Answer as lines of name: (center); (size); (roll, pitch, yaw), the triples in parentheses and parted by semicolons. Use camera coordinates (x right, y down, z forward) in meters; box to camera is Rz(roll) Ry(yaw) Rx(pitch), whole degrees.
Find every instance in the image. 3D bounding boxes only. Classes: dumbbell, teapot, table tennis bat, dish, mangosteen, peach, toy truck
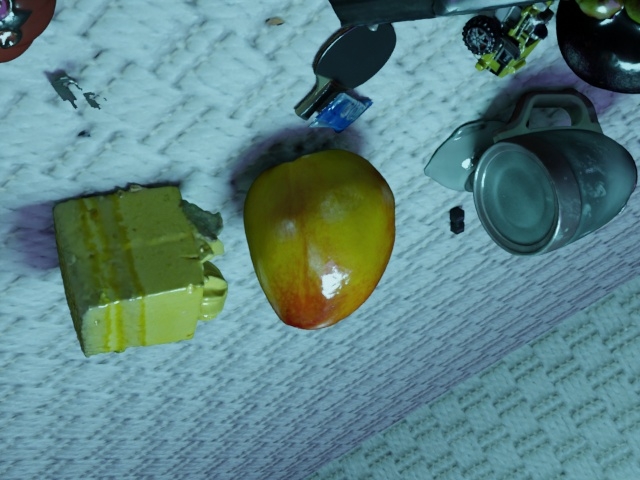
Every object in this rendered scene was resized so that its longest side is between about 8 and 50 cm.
dumbbell: (0.332, -0.047, 1.867); (0.040, 0.036, 0.083); (-24, 152, -2)
teapot: (0.481, -0.153, 1.540); (0.312, 0.314, 0.233); (-17, 176, -29)
table tennis bat: (0.035, -0.279, 1.265); (0.130, 0.019, 0.220); (12, 133, -47)
dish: (0.348, -0.168, 1.634); (0.246, 0.078, 0.224); (-24, 150, -2)
mangosteen: (0.515, -0.377, 1.222); (0.275, 0.275, 0.302); (-29, 159, 8)
peach: (0.005, 0.000, 1.416); (0.289, 0.307, 0.289); (-18, 168, -4)
toy truck: (0.325, -0.380, 1.189); (0.136, 0.111, 0.285); (-39, 164, -33)

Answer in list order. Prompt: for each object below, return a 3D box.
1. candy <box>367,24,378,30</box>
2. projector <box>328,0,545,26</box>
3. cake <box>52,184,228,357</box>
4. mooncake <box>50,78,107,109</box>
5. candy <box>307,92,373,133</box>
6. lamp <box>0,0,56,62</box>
candy: (0.051, -0.391, 0.920); (0.137, 0.195, 0.184); (-24, 148, -12)
projector: (0.188, -0.427, 0.700); (0.395, 0.242, 0.405); (-15, 108, -23)
cake: (-0.301, 0.051, 1.351); (0.286, 0.222, 0.227); (-13, 151, -21)
mooncake: (-0.231, -0.284, 1.010); (0.347, 0.057, 0.150); (-27, 139, 10)
candy: (0.034, -0.218, 1.331); (0.088, 0.038, 0.136); (-37, 166, 24)
lamp: (-0.378, -0.262, 0.762); (0.227, 0.226, 0.227); (-19, 151, -11)
